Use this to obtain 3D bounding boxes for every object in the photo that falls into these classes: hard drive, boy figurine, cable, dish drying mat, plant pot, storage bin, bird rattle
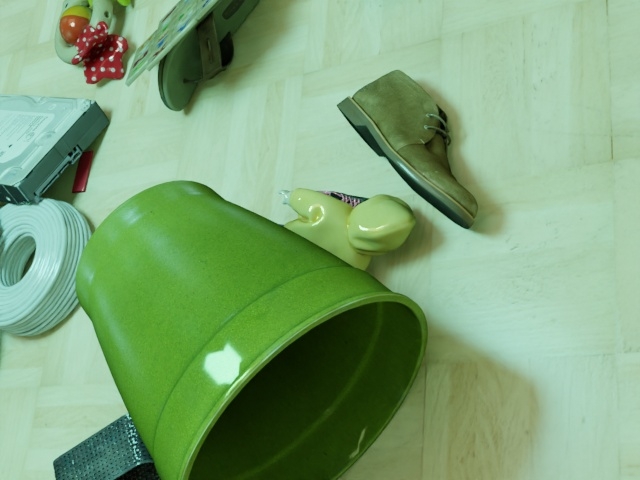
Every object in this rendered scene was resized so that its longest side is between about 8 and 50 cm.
[{"bbox_3d":[-0.595,-0.183,1.809,0.339,0.064,0.237,11,54,37],"label":"hard drive"},{"bbox_3d":[0.000,0.000,1.329,0.285,0.092,0.177,-23,95,25],"label":"boy figurine"},{"bbox_3d":[-0.523,0.041,1.696,0.257,0.089,0.257,-27,57,23],"label":"cable"},{"bbox_3d":[-0.447,-0.129,1.770,0.032,0.008,0.083,-5,67,33],"label":"dish drying mat"},{"bbox_3d":[-0.118,0.110,1.179,0.353,0.366,0.366,42,97,32],"label":"plant pot"},{"bbox_3d":[-0.290,0.335,1.384,0.180,0.122,0.084,-34,55,18],"label":"storage bin"},{"bbox_3d":[-0.451,-0.421,1.858,0.207,0.143,0.253,-10,77,44],"label":"bird rattle"}]

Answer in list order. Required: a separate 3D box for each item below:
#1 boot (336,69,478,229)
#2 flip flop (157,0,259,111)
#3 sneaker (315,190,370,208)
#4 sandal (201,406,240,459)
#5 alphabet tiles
[{"bbox_3d":[0.141,-0.137,1.308,0.115,0.112,0.305,-38,50,2],"label":"boot"},{"bbox_3d":[-0.182,-0.341,1.627,0.080,0.112,0.277,38,88,25],"label":"flip flop"},{"bbox_3d":[0.036,-0.051,1.368,0.119,0.057,0.047,9,74,36],"label":"sneaker"},{"bbox_3d":[-0.167,0.229,1.349,0.107,0.167,0.446,-60,38,39],"label":"sandal"},{"bbox_3d":[-0.229,-0.397,1.622,0.285,0.011,0.342,-42,22,14],"label":"alphabet tiles"}]
